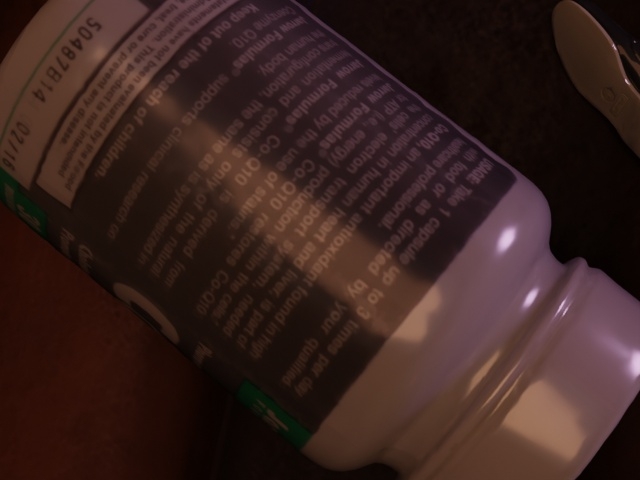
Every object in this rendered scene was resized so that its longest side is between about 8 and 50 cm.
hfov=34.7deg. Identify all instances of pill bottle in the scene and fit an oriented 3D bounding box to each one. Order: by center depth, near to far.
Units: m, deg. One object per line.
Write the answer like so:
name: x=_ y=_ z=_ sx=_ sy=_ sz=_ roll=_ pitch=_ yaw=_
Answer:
pill bottle: x=0.000 y=0.000 z=0.597 sx=0.361 sy=0.204 sz=0.204 roll=39 pitch=93 yaw=7

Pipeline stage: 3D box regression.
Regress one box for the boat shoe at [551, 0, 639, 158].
boat shoe: x=0.199 y=-0.104 z=0.660 sx=0.042 sy=0.049 sz=0.133 roll=-30 pitch=77 yaw=-23
